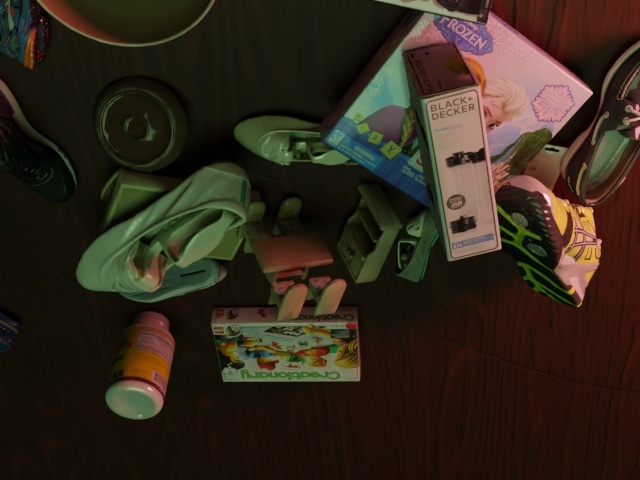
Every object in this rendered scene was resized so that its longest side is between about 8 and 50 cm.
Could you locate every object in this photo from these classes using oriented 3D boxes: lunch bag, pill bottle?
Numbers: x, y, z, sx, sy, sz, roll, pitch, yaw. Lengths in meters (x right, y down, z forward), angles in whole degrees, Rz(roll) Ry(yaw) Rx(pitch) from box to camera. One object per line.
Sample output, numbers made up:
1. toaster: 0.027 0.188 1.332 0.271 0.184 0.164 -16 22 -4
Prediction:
1. lunch bag: -0.698 0.186 2.032 0.098 0.065 0.067 37 140 -28
2. pill bottle: -0.367 0.252 1.967 0.117 0.215 0.117 2 133 2

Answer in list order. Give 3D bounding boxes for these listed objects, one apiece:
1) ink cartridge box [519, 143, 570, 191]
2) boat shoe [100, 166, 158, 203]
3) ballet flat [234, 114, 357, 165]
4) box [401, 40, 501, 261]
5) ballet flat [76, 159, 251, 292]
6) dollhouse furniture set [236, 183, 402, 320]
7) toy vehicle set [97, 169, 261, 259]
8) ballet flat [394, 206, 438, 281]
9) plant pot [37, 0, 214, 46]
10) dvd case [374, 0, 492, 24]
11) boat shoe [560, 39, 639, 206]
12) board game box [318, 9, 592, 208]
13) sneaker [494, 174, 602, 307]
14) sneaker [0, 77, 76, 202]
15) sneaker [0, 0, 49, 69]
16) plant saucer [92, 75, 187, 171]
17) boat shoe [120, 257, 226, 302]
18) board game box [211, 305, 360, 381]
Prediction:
1. ink cartridge box: 0.391 -0.130 1.687 0.062 0.029 0.115 10 131 -5
2. boat shoe: -0.332 -0.114 1.716 0.178 0.064 0.060 -39 92 31
3. ballet flat: -0.030 -0.165 1.646 0.248 0.086 0.086 2 133 2
4. box: 0.202 -0.135 1.460 0.087 0.169 0.290 -13 123 3
5. ballet flat: -0.282 0.009 1.675 0.400 0.139 0.139 -34 123 21
6. dollhouse furniture set: 0.000 0.000 1.720 0.242 0.212 0.161 -7 140 -27
7. toy vehicle set: -0.260 -0.041 1.756 0.266 0.035 0.166 7 136 -27
8. ballet flat: 0.185 -0.004 1.791 0.068 0.072 0.213 14 133 -1
9. plant pot: -0.267 -0.443 1.328 0.283 0.191 0.284 1 133 2
10. dvd case: 0.146 -0.425 1.376 0.238 0.029 0.179 11 106 -5
11. boat shoe: 0.501 -0.188 1.565 0.114 0.091 0.303 6 129 -14
12. board game box: 0.217 -0.213 1.552 0.318 0.066 0.318 29 115 -22
13. sneaker: 0.399 -0.024 1.673 0.145 0.147 0.385 25 167 33
14. sneaker: -0.544 -0.147 1.668 0.107 0.124 0.283 -19 129 21
15. sneaker: -0.477 -0.370 1.490 0.087 0.083 0.221 16 129 0
16. plant saucer: -0.313 -0.195 1.632 0.168 0.029 0.169 3 112 7
17. boat shoe: -0.294 0.082 1.897 0.226 0.083 0.076 -5 169 20
18. board game box: -0.069 0.222 2.030 0.305 0.053 0.193 -1 133 5
